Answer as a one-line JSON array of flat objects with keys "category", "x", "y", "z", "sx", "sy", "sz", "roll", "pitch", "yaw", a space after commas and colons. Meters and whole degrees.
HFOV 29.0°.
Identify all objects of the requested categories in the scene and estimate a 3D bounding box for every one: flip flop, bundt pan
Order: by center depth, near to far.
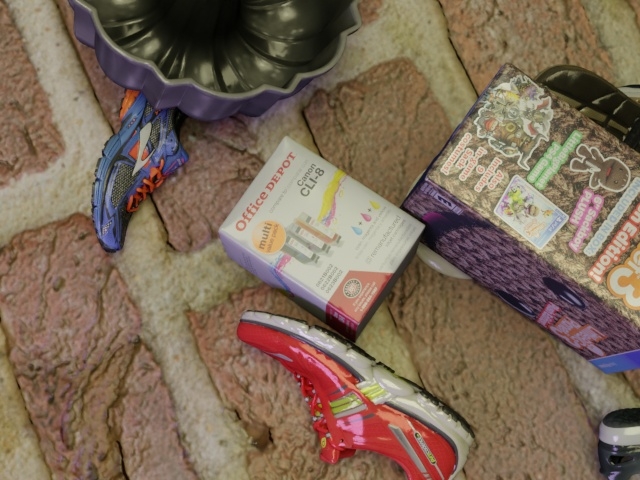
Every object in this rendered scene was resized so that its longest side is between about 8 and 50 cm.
[{"category": "flip flop", "x": 0.321, "y": -0.092, "z": 1.318, "sx": 0.277, "sy": 0.080, "sz": 0.112, "roll": 33, "pitch": 95, "yaw": -19}, {"category": "bundt pan", "x": -0.124, "y": -0.270, "z": 1.329, "sx": 0.331, "sy": 0.124, "sz": 0.331, "roll": 7, "pitch": 66, "yaw": -17}]

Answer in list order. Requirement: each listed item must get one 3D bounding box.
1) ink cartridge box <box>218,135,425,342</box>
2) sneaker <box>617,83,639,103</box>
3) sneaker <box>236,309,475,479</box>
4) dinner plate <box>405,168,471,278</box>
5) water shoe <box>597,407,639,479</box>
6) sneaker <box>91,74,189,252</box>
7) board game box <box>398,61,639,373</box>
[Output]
[{"category": "ink cartridge box", "x": 0.000, "y": 0.000, "z": 1.296, "sx": 0.176, "sy": 0.127, "sz": 0.128, "roll": 33, "pitch": 80, "yaw": 8}, {"category": "sneaker", "x": 0.454, "y": -0.156, "z": 1.360, "sx": 0.282, "sy": 0.099, "sz": 0.153, "roll": 11, "pitch": 54, "yaw": 20}, {"category": "sneaker", "x": 0.021, "y": 0.168, "z": 1.273, "sx": 0.279, "sy": 0.107, "sz": 0.118, "roll": 32, "pitch": 87, "yaw": 9}, {"category": "dinner plate", "x": 0.162, "y": -0.028, "z": 1.364, "sx": 0.141, "sy": 0.017, "sz": 0.141, "roll": 0, "pitch": 75, "yaw": -1}, {"category": "water shoe", "x": 0.389, "y": 0.219, "z": 1.291, "sx": 0.203, "sy": 0.073, "sz": 0.080, "roll": 2, "pitch": 103, "yaw": -1}, {"category": "sneaker", "x": -0.190, "y": -0.089, "z": 1.341, "sx": 0.087, "sy": 0.083, "sz": 0.221, "roll": 18, "pitch": 78, "yaw": 0}, {"category": "board game box", "x": 0.241, "y": -0.011, "z": 1.236, "sx": 0.291, "sy": 0.232, "sz": 0.141, "roll": 35, "pitch": 80, "yaw": 2}]
